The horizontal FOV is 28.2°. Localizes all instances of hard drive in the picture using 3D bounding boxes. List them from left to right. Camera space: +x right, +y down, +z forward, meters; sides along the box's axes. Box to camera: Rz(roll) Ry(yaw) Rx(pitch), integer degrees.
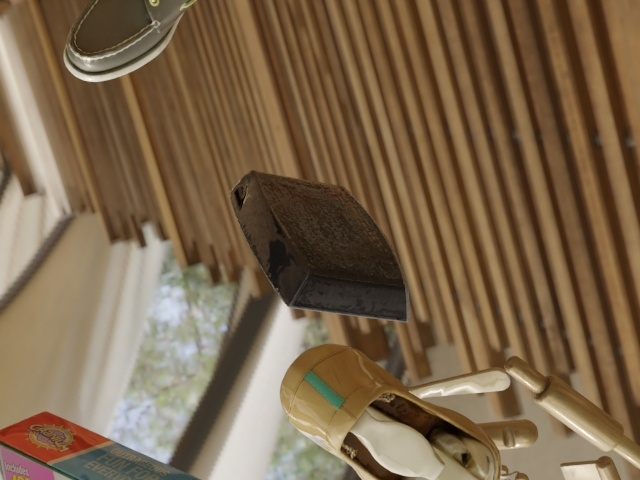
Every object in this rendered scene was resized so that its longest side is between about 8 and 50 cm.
[{"bbox_3d":[0.000,0.000,1.498,0.172,0.054,0.255,9,-152,-26],"label":"hard drive"}]

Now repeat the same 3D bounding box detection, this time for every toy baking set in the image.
[{"bbox_3d":[0.164,0.188,1.154,0.197,0.256,0.030,-41,-163,32],"label":"toy baking set"}]

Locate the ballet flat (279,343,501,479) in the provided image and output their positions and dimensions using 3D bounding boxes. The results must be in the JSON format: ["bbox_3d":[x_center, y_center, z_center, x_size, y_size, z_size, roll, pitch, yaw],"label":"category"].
[{"bbox_3d":[0.062,0.141,0.817,0.080,0.232,0.073,-55,-138,0],"label":"ballet flat"}]

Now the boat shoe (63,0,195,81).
[{"bbox_3d":[-0.192,-0.312,1.526,0.305,0.109,0.091,-45,169,-21],"label":"boat shoe"}]

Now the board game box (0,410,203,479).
[{"bbox_3d":[-0.174,0.332,1.096,0.242,0.317,0.064,16,-156,34],"label":"board game box"}]
